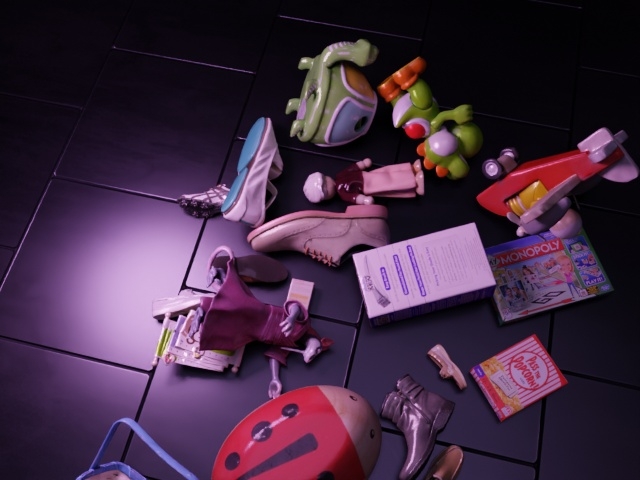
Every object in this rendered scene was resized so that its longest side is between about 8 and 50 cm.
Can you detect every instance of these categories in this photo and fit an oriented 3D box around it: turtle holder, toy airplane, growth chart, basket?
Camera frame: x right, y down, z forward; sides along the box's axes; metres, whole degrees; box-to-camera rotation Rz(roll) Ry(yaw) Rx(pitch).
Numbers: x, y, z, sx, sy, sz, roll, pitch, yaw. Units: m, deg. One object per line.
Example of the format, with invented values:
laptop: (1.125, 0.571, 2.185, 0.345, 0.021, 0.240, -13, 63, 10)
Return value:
turtle holder: (0.045, -0.430, 1.913, 0.228, 0.243, 0.320, 11, 103, -15)
toy airplane: (0.648, -0.137, 1.737, 0.386, 0.384, 0.272, -20, 100, -1)
growth chart: (-0.306, 0.259, 1.708, 0.237, 0.021, 0.171, 9, 61, -10)
basket: (-0.435, 0.583, 1.491, 0.255, 0.201, 0.289, 38, 103, 16)

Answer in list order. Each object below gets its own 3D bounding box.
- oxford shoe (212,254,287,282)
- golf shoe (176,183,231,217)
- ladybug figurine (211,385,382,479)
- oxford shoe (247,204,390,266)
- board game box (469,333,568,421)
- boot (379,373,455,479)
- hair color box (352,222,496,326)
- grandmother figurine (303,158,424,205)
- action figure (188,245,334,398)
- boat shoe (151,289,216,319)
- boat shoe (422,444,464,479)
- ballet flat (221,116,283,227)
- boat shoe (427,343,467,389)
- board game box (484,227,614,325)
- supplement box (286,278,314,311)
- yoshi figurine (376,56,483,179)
oxford shoe: (-0.198, 0.084, 1.807, 0.212, 0.076, 0.076, 7, 63, -13)
golf shoe: (-0.313, -0.118, 1.901, 0.198, 0.077, 0.093, 6, 55, -3)
ladybug figurine: (-0.060, 0.511, 1.554, 0.449, 0.162, 0.305, -30, 69, -11)
oxford shoe: (0.000, 0.000, 1.801, 0.397, 0.140, 0.146, -9, 74, 0)
board game box: (0.505, 0.349, 1.678, 0.194, 0.045, 0.146, -26, 68, -10)
boot: (0.213, 0.465, 1.625, 0.161, 0.083, 0.246, 25, 63, 20)
hair color box: (0.272, 0.093, 1.745, 0.339, 0.110, 0.185, -14, 66, 2)
grandmother figurine: (0.121, -0.160, 1.892, 0.343, 0.104, 0.207, -5, 30, 3)
action figure: (-0.143, 0.218, 1.693, 0.370, 0.248, 0.275, 19, 30, -19)
boat shoe: (-0.367, 0.164, 1.778, 0.184, 0.066, 0.063, -16, 67, 5)
boat shoe: (0.284, 0.570, 1.568, 0.068, 0.072, 0.190, 35, 71, 16)
ballet flat: (-0.177, -0.188, 1.887, 0.139, 0.139, 0.400, 8, 49, 5)
boat shoe: (0.327, 0.332, 1.691, 0.045, 0.050, 0.135, -30, 58, -8)
board game box: (0.603, 0.090, 1.794, 0.317, 0.046, 0.213, -15, 67, -5)
supplement box: (-0.057, 0.159, 1.782, 0.062, 0.036, 0.098, 12, 67, 7)
yoshi figurine: (0.343, -0.355, 1.913, 0.203, 0.203, 0.362, -32, 98, 21)
